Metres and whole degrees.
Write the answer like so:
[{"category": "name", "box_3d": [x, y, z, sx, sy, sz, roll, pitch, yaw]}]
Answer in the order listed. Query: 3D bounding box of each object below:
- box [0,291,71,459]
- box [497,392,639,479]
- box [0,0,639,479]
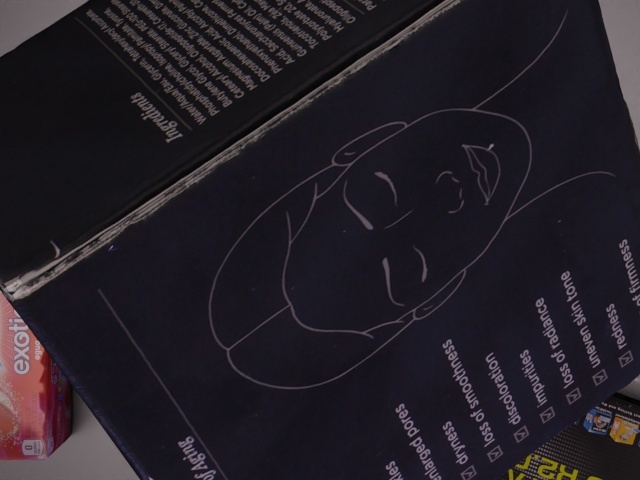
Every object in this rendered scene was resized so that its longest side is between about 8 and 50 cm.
[{"category": "box", "box_3d": [-0.323, 0.087, 1.408, 0.123, 0.128, 0.257, 0, 93, 1]}, {"category": "box", "box_3d": [0.208, 0.236, 1.390, 0.270, 0.060, 0.216, 19, 92, 22]}, {"category": "box", "box_3d": [0.000, 0.000, 1.165, 0.472, 0.297, 0.480, -36, 132, -11]}]
